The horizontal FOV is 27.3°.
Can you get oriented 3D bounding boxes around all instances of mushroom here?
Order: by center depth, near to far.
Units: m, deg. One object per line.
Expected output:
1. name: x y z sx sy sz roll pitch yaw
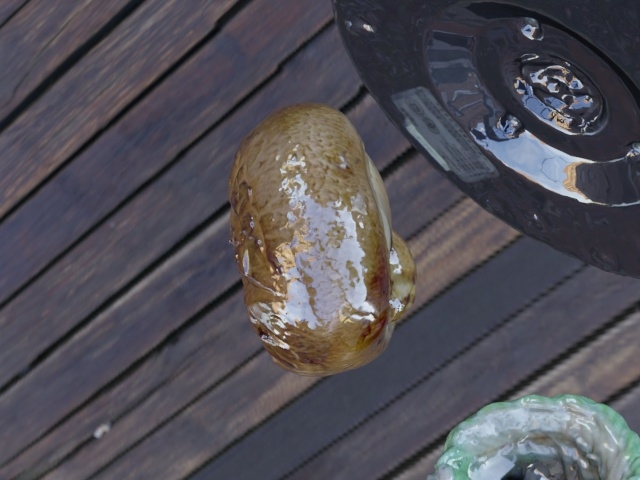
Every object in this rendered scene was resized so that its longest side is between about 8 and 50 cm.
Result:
1. mushroom: 0.000 0.000 1.151 0.153 0.253 0.253 -12 112 2

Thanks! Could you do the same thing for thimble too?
1. thimble: 0.209 0.259 1.248 0.219 0.219 0.150 -7 129 8

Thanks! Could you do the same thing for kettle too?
1. kettle: 0.176 -0.133 0.554 0.251 0.207 0.271 42 70 -11
